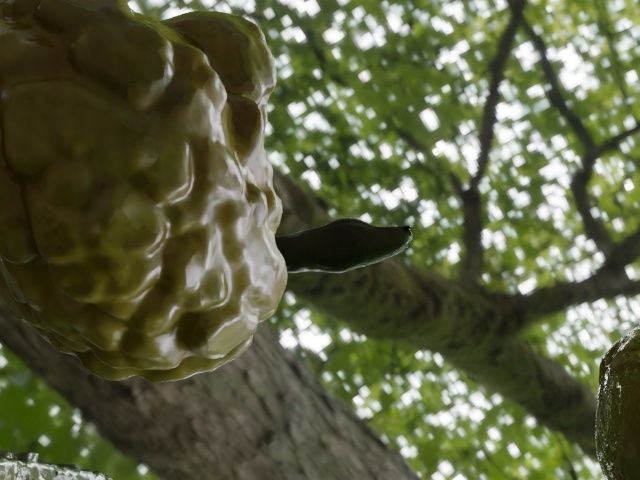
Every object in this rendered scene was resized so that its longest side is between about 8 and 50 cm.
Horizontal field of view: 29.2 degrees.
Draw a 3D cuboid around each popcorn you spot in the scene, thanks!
[{"bbox_3d":[-0.095,-0.043,0.662,0.203,0.226,0.200,-45,-177,-26],"label":"popcorn"}]

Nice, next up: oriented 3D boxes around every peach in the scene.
[{"bbox_3d":[0.481,0.243,1.497,0.314,0.315,0.281,16,-121,14],"label":"peach"}]

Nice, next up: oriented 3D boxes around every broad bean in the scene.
[{"bbox_3d":[-0.004,0.007,1.255,0.195,0.046,0.061,2,-121,29],"label":"broad bean"}]

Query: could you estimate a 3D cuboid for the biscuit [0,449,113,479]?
[{"bbox_3d":[-0.216,0.136,0.485,0.252,0.150,0.052,-23,-111,18],"label":"biscuit"}]
